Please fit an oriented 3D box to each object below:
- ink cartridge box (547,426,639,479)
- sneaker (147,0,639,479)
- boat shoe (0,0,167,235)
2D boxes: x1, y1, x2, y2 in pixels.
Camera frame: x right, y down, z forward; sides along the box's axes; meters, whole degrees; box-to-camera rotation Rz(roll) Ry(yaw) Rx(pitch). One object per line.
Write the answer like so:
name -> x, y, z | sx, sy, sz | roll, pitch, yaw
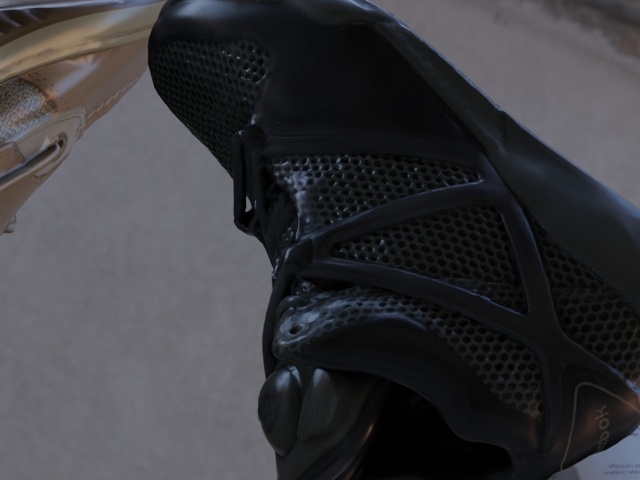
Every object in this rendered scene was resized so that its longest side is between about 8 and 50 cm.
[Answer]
ink cartridge box -> 0.116, 0.149, 0.740 | 0.056, 0.135, 0.099 | 1, -48, -23
sneaker -> 0.000, 0.000, 0.614 | 0.227, 0.130, 0.087 | 41, -31, 25
boat shoe -> -0.169, -0.053, 0.802 | 0.122, 0.341, 0.110 | 19, -65, 22
